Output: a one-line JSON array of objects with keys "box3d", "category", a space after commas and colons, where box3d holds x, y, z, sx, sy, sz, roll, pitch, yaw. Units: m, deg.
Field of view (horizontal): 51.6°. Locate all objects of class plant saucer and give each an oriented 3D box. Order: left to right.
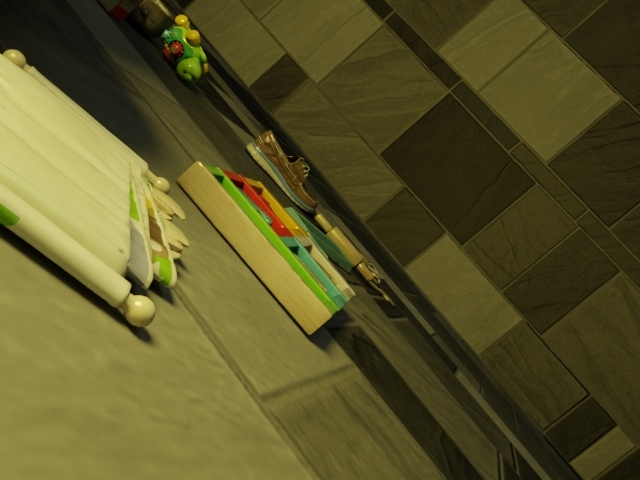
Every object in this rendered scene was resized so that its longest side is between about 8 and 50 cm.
[{"box3d": [0.000, 0.000, 1.101, 0.067, 0.018, 0.192, 53, 9, 32], "category": "plant saucer"}]

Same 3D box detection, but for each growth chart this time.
[{"box3d": [-0.142, -0.040, 0.391, 0.172, 0.021, 0.237, 46, 7, -25], "category": "growth chart"}]

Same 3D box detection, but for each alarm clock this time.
[{"box3d": [-0.324, -0.421, 1.189, 0.129, 0.064, 0.192, 45, 6, -34], "category": "alarm clock"}]

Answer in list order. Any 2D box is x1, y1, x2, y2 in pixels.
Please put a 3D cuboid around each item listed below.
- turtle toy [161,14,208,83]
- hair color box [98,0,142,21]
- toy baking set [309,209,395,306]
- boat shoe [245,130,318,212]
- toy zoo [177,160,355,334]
[{"box3d": [-0.246, -0.338, 1.202, 0.130, 0.066, 0.095, 55, -15, 29], "category": "turtle toy"}, {"box3d": [-0.347, -0.447, 1.056, 0.167, 0.093, 0.053, 50, 6, 3], "category": "hair color box"}, {"box3d": [0.071, 0.029, 1.337, 0.256, 0.030, 0.197, 50, 7, 10], "category": "toy baking set"}, {"box3d": [-0.056, -0.128, 1.244, 0.183, 0.066, 0.066, 45, 8, -27], "category": "boat shoe"}, {"box3d": [-0.041, 0.006, 0.743, 0.192, 0.030, 0.293, 49, 6, 4], "category": "toy zoo"}]
